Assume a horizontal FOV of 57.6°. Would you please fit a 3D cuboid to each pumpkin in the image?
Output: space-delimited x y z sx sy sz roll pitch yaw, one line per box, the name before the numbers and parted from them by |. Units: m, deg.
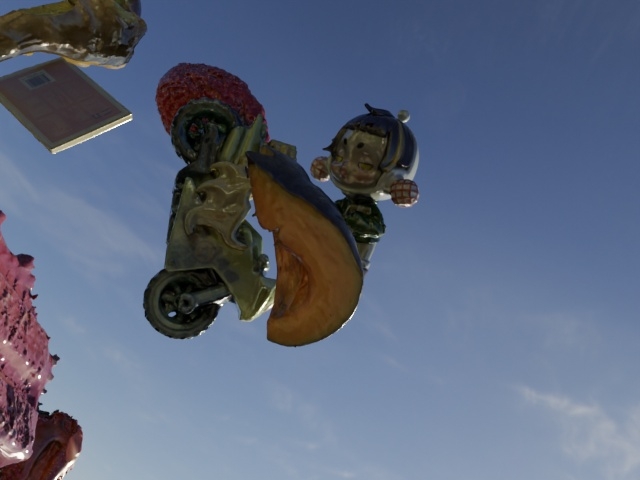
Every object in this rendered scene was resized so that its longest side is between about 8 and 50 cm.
pumpkin | 0.000 0.000 0.730 0.149 0.130 0.254 4 -66 21

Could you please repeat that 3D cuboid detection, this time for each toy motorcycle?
toy motorcycle | -0.162 -0.032 0.996 0.236 0.410 0.168 8 -3 -18

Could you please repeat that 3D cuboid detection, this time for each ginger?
ginger | -0.386 -0.277 0.819 0.086 0.294 0.131 51 -33 15

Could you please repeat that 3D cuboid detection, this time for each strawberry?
strawberry | -0.380 0.294 0.797 0.048 0.152 0.104 -31 -60 21
strawberry | -0.267 -0.317 1.432 0.250 0.238 0.288 80 -14 -65

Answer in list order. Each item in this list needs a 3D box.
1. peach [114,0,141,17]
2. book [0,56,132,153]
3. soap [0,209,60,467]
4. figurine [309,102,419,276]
peach | -0.476 -0.514 1.283 0.152 0.152 0.152 26 -38 22
book | -0.499 -0.265 1.109 0.241 0.170 0.018 40 -34 23
soap | -0.357 0.062 0.520 0.127 0.220 0.325 -8 -42 -5
figurine | 0.092 -0.098 1.192 0.281 0.167 0.370 22 -80 42
